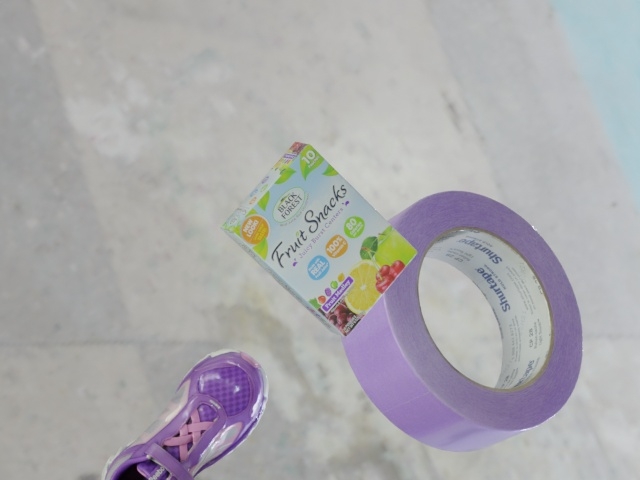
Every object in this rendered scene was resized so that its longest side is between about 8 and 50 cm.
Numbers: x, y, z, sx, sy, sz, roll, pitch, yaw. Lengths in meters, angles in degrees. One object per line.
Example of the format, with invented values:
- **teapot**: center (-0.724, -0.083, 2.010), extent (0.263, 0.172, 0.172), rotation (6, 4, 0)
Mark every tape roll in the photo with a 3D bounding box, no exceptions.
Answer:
- **tape roll**: center (0.155, 0.087, 1.766), extent (0.275, 0.090, 0.274), rotation (16, 61, -30)

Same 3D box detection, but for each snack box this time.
- **snack box**: center (0.000, 0.000, 1.370), extent (0.141, 0.037, 0.100), rotation (44, 78, -20)

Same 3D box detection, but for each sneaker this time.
- **sneaker**: center (-0.147, 0.216, 1.697), extent (0.095, 0.236, 0.104), rotation (43, 12, 0)
